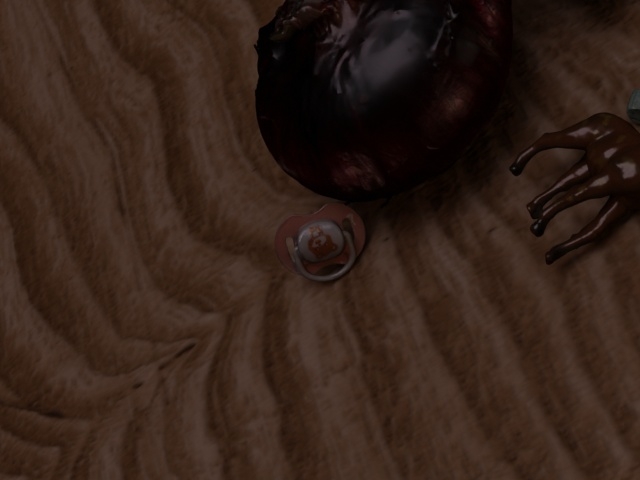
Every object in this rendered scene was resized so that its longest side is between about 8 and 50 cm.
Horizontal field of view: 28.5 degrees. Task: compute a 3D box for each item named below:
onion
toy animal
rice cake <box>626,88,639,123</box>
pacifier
[{"bbox_3d":[0.056,-0.197,1.322,0.314,0.232,0.314,-22,49,27],"label":"onion"},{"bbox_3d":[0.301,-0.043,1.146,0.229,0.066,0.224,-26,48,16],"label":"toy animal"},{"bbox_3d":[0.367,-0.125,1.175,0.170,0.029,0.033,5,59,39],"label":"rice cake"},{"bbox_3d":[0.000,0.000,1.366,0.099,0.081,0.078,-17,15,0],"label":"pacifier"}]
